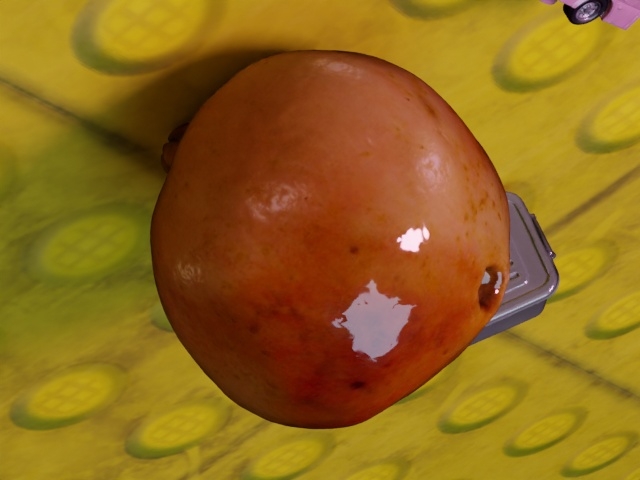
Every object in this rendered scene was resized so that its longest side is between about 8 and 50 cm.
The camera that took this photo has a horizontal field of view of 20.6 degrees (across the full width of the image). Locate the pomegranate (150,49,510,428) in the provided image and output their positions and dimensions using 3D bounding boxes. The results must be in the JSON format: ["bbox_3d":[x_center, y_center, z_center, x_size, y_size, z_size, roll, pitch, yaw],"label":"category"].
[{"bbox_3d":[0.004,0.003,0.967,0.209,0.209,0.209,-19,150,-11],"label":"pomegranate"}]

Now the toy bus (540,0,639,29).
[{"bbox_3d":[0.117,-0.170,0.914,0.203,0.063,0.090,13,133,-47],"label":"toy bus"}]

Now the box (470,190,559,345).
[{"bbox_3d":[0.100,0.030,1.213,0.122,0.084,0.069,-23,158,-1],"label":"box"}]
